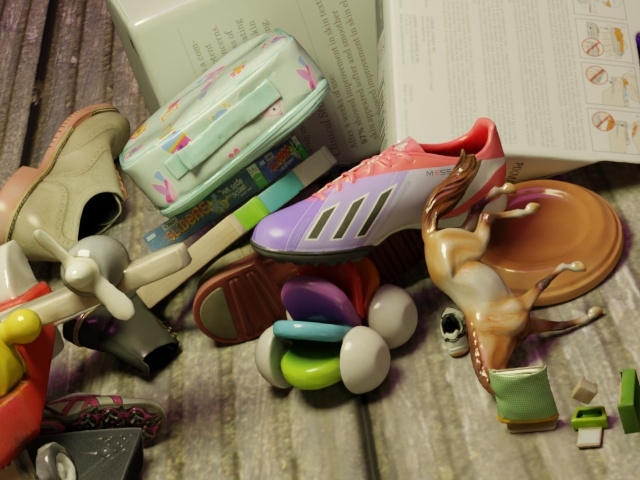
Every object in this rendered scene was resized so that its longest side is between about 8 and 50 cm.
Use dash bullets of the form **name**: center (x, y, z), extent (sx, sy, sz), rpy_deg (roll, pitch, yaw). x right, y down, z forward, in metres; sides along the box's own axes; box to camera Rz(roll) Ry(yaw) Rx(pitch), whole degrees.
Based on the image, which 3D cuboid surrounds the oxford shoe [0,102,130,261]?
- **oxford shoe**: center (-0.348, -0.075, 2.175), extent (0.147, 0.140, 0.397), rpy_deg (20, 36, 5)

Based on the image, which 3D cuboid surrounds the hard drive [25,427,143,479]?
- **hard drive**: center (-0.324, 0.288, 1.626), extent (0.255, 0.054, 0.172), rpy_deg (-10, 33, 17)

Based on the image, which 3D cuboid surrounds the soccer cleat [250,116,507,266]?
- **soccer cleat**: center (0.066, -0.056, 1.657), extent (0.318, 0.116, 0.108), rpy_deg (-14, 28, -21)

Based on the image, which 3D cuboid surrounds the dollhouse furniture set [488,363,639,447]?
- **dollhouse furniture set**: center (0.240, 0.167, 1.464), extent (0.152, 0.076, 0.058), rpy_deg (-7, 33, 20)

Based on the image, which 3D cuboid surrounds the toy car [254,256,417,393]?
- **toy car**: center (0.009, 0.084, 1.669), extent (0.159, 0.136, 0.182), rpy_deg (2, 38, 32)

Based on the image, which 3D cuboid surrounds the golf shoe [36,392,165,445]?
- **golf shoe**: center (-0.262, 0.201, 1.714), extent (0.186, 0.067, 0.086), rpy_deg (-9, 31, 19)

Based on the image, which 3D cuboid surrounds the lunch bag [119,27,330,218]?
- **lunch bag**: center (-0.123, -0.143, 1.842), extent (0.279, 0.108, 0.224), rpy_deg (-39, 16, 0)

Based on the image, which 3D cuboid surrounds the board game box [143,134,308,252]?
- **board game box**: center (-0.122, -0.058, 1.913), extent (0.201, 0.035, 0.136), rpy_deg (-32, 5, 27)

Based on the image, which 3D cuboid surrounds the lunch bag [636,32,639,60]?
- **lunch bag**: center (0.345, -0.317, 2.130), extent (0.293, 0.138, 0.221), rpy_deg (-2, 32, 12)

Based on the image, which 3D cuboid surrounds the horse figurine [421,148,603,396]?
- **horse figurine**: center (0.189, 0.036, 1.609), extent (0.174, 0.263, 0.066), rpy_deg (-30, -11, -16)

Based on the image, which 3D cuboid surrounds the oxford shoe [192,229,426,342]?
- **oxford shoe**: center (0.000, 0.000, 1.812), extent (0.348, 0.123, 0.130), rpy_deg (-22, 27, 5)

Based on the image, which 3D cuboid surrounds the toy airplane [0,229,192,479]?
- **toy airplane**: center (-0.372, 0.099, 1.621), extent (0.386, 0.272, 0.384), rpy_deg (-45, 32, -26)

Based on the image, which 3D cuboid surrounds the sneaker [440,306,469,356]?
- **sneaker**: center (0.151, 0.094, 1.669), extent (0.032, 0.037, 0.083), rpy_deg (-19, 29, 6)

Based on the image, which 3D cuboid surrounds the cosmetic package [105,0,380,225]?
- **cosmetic package**: center (-0.070, -0.291, 2.115), extent (0.394, 0.329, 0.327), rpy_deg (-24, 32, -7)

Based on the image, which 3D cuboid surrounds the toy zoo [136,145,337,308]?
- **toy zoo**: center (-0.093, -0.028, 1.879), extent (0.192, 0.030, 0.293), rpy_deg (-37, 2, 37)

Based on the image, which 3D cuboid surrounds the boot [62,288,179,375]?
- **boot**: center (-0.208, 0.098, 1.862), extent (0.137, 0.076, 0.198), rpy_deg (24, 44, 27)

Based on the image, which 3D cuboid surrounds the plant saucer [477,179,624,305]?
- **plant saucer**: center (0.253, -0.006, 1.729), extent (0.200, 0.037, 0.200), rpy_deg (-9, 42, 8)

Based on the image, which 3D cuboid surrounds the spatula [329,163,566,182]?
- **spatula**: center (0.157, -0.073, 1.857), extent (0.297, 0.030, 0.084), rpy_deg (3, 54, 11)

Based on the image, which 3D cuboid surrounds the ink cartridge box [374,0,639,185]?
- **ink cartridge box**: center (0.264, -0.209, 1.874), extent (0.385, 0.091, 0.308), rpy_deg (5, 59, -10)
